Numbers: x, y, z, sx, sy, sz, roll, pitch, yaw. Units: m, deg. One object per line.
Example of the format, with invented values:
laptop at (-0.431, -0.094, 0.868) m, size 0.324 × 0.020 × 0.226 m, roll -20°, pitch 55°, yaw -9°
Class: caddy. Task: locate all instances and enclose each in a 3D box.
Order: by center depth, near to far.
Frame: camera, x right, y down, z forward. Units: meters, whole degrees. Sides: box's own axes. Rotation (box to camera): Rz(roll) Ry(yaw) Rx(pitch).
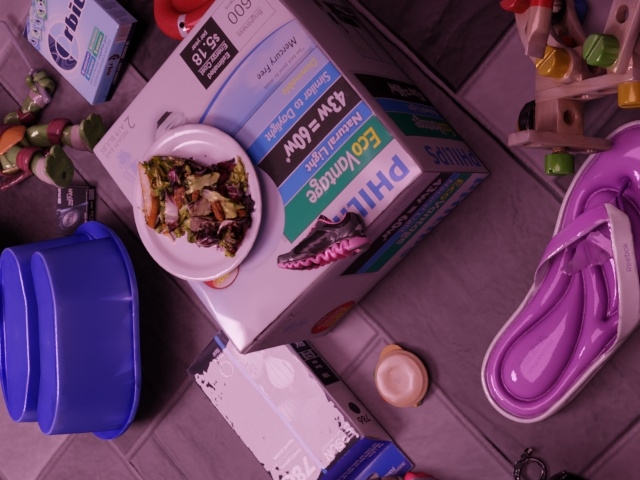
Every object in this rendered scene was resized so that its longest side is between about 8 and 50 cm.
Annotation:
caddy at (-0.370, 0.142, 1.700) m, size 0.241 × 0.179 × 0.341 m, roll 5°, pitch 97°, yaw 51°

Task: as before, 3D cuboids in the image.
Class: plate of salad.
plate of salad at (-0.162, -0.047, 1.384) m, size 0.200 × 0.048 × 0.199 m, roll 2°, pitch 94°, yaw 30°

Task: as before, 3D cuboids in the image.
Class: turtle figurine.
turtle figurine at (-0.485, -0.193, 1.722) m, size 0.266 × 0.198 × 0.274 m, roll 14°, pitch 104°, yaw 28°

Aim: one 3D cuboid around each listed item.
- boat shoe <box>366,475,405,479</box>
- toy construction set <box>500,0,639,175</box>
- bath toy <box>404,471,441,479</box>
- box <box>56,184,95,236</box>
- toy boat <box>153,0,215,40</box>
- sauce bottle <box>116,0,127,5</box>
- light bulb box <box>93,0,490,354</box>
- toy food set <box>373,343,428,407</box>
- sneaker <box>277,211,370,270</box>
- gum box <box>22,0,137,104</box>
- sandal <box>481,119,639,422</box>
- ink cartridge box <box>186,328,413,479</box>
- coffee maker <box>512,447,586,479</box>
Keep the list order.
boat shoe at (-0.003, 0.424, 1.517) m, size 0.325 × 0.123 × 0.116 m, roll -15°, pitch 119°, yaw 14°
toy construction set at (0.287, -0.195, 1.230) m, size 0.258 × 0.309 × 0.237 m, roll 8°, pitch 90°, yaw 37°
bath toy at (0.127, 0.431, 1.405) m, size 0.129 × 0.152 × 0.348 m, roll -125°, pitch 28°, yaw -49°
box at (-0.395, -0.048, 1.785) m, size 0.067 × 0.018 × 0.083 m, roll 5°, pitch 97°, yaw 28°
toy boat at (-0.195, -0.400, 1.572) m, size 0.151 × 0.151 × 0.231 m, roll -3°, pitch 92°, yaw 29°
sauce bottle at (-0.339, -0.421, 1.713) m, size 0.042 × 0.042 × 0.128 m, roll -35°, pitch 77°, yaw 26°
light bulb box at (-0.043, -0.103, 1.469) m, size 0.358 × 0.225 × 0.361 m, roll -46°, pitch 71°, yaw 24°
toy food set at (0.111, 0.190, 1.523) m, size 0.083 × 0.020 × 0.082 m, roll 24°, pitch 105°, yaw 25°
sneaker at (0.000, 0.000, 1.304) m, size 0.119 × 0.047 × 0.057 m, roll -19°, pitch 79°, yaw 21°
gum box at (-0.376, -0.329, 1.717) m, size 0.184 × 0.041 × 0.157 m, roll 45°, pitch 130°, yaw 19°
sandal at (0.328, 0.054, 1.346) m, size 0.169 × 0.102 × 0.416 m, roll 30°, pitch 107°, yaw 23°
ink cartridge box at (-0.035, 0.252, 1.586) m, size 0.332 × 0.065 × 0.165 m, roll 47°, pitch 113°, yaw 17°
coffee maker at (0.275, 0.360, 1.355) m, size 0.171 × 0.178 × 0.120 m, roll 30°, pitch 107°, yaw 24°
